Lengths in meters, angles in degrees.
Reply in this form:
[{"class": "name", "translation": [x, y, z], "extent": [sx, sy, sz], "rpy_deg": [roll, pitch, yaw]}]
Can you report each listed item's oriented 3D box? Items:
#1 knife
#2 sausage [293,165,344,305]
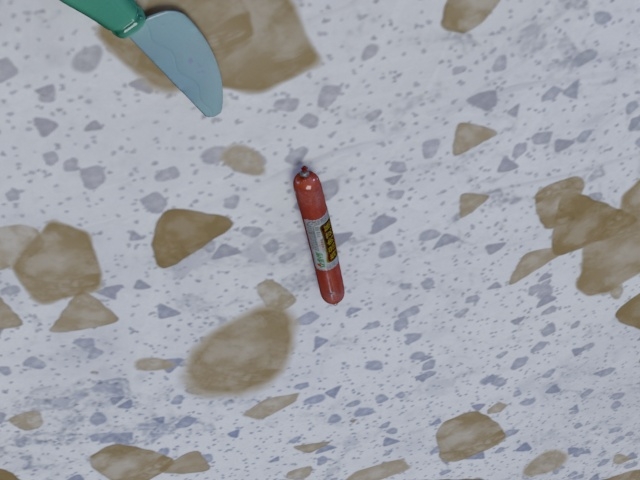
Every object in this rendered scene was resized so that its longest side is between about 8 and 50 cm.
[{"class": "knife", "translation": [-0.149, -0.187, 0.938], "extent": [0.063, 0.035, 0.260], "rpy_deg": [-38, 145, 11]}, {"class": "sausage", "translation": [0.000, 0.000, 1.213], "extent": [0.034, 0.034, 0.253], "rpy_deg": [-18, 141, -2]}]
